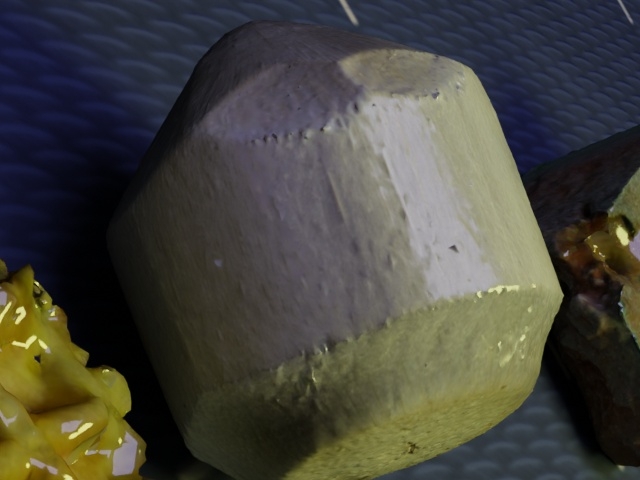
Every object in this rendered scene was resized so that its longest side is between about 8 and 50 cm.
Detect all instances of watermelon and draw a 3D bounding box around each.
[{"bbox_3d":[0.272,0.042,1.497,0.302,0.151,0.264,-30,92,-45],"label":"watermelon"}]

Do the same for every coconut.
[{"bbox_3d":[0.000,0.000,0.982,0.237,0.237,0.266,10,59,-55],"label":"coconut"}]

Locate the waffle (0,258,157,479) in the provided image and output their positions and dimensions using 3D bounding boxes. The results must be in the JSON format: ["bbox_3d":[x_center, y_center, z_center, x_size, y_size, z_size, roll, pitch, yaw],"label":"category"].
[{"bbox_3d":[-0.205,0.113,0.688,0.382,0.095,0.380,33,36,-35],"label":"waffle"}]
